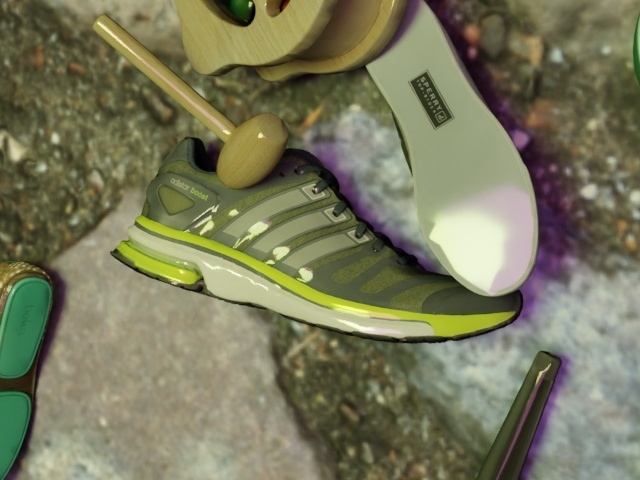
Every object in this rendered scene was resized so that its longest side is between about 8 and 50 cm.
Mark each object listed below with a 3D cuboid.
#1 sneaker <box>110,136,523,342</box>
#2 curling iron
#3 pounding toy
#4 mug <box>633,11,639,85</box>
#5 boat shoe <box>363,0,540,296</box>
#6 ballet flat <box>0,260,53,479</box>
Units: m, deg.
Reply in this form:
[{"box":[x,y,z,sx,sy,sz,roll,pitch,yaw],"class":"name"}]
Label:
[{"box":[0.000,0.000,0.711,0.300,0.111,0.121,14,87,9],"class":"sneaker"},{"box":[0.128,0.210,0.717,0.068,0.035,0.273,15,96,10],"class":"curling iron"},{"box":[-0.052,-0.183,0.654,0.154,0.155,0.269,-28,72,43],"class":"pounding toy"},{"box":[0.260,-0.117,0.638,0.129,0.097,0.157,45,103,9],"class":"mug"},{"box":[0.090,-0.066,0.688,0.080,0.076,0.228,-30,73,14],"class":"boat shoe"},{"box":[-0.273,0.112,0.817,0.067,0.073,0.206,23,95,41],"class":"ballet flat"}]
